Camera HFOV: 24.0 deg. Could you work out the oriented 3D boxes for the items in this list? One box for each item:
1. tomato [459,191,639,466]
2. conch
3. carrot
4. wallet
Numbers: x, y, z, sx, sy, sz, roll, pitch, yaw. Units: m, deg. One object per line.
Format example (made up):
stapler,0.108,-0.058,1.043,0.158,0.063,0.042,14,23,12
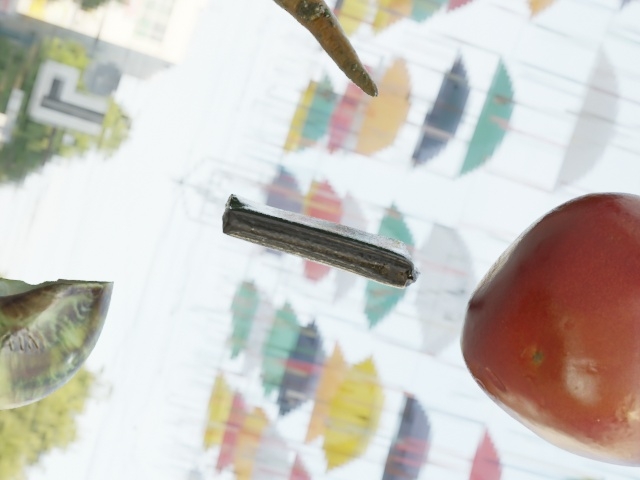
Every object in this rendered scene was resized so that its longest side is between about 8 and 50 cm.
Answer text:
tomato,0.276,0.094,1.512,0.298,0.226,0.299,12,-73,44
conch,-0.290,0.079,1.323,0.181,0.187,0.124,16,-74,38
carrot,-0.003,-0.228,1.580,0.254,0.049,0.049,54,-49,36
wallet,0.000,0.000,1.832,0.149,0.250,0.044,-102,-152,-77
